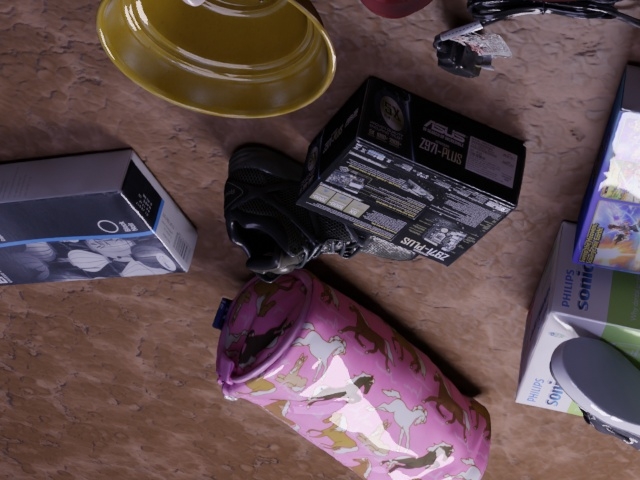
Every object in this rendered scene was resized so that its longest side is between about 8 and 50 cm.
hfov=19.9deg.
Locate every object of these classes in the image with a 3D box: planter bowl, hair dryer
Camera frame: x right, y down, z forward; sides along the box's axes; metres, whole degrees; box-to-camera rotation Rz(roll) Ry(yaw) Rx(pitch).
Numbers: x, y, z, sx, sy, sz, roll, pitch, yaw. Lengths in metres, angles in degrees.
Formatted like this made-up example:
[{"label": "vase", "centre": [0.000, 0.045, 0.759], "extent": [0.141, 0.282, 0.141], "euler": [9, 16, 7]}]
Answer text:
[{"label": "planter bowl", "centre": [-0.086, -0.208, 1.636], "extent": [0.217, 0.090, 0.217], "euler": [8, 150, 5]}, {"label": "hair dryer", "centre": [0.135, -0.236, 1.538], "extent": [0.223, 0.080, 0.293], "euler": [-15, 155, 32]}]

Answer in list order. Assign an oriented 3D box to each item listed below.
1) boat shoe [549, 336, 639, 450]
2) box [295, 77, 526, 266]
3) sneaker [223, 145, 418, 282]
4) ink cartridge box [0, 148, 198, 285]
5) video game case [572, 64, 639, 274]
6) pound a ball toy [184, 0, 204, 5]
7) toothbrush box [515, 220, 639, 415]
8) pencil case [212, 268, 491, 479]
[{"label": "boat shoe", "centre": [0.310, 0.171, 1.895], "extent": [0.228, 0.080, 0.076], "euler": [25, 145, -31]}, {"label": "box", "centre": [0.090, -0.065, 1.815], "extent": [0.180, 0.077, 0.147], "euler": [22, 147, -15]}, {"label": "sneaker", "centre": [0.000, 0.000, 1.905], "extent": [0.227, 0.130, 0.087], "euler": [22, 149, -19]}, {"label": "ink cartridge box", "centre": [-0.320, -0.019, 2.049], "extent": [0.332, 0.065, 0.165], "euler": [-4, 145, 27]}, {"label": "video game case", "centre": [0.385, -0.049, 1.754], "extent": [0.244, 0.061, 0.269], "euler": [9, 148, 2]}, {"label": "pound a ball toy", "centre": [-0.190, -0.354, 1.436], "extent": [0.208, 0.136, 0.319], "euler": [24, 158, 33]}, {"label": "toothbrush box", "centre": [0.369, 0.107, 1.952], "extent": [0.283, 0.122, 0.206], "euler": [11, 148, 1]}, {"label": "pencil case", "centre": [0.043, 0.184, 2.155], "extent": [0.167, 0.160, 0.386], "euler": [-18, 138, 38]}]
